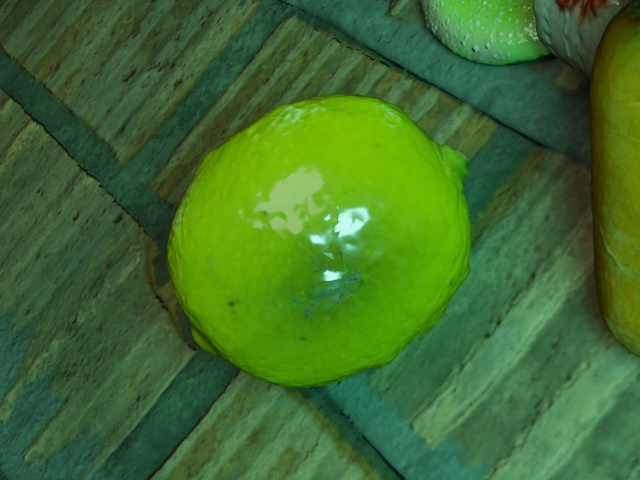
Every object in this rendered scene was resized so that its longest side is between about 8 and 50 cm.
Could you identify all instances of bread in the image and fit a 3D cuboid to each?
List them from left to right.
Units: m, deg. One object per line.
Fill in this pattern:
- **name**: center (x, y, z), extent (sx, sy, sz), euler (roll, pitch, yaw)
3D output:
- **bread**: center (0.234, -0.312, 1.163), extent (0.301, 0.045, 0.301), euler (-20, 52, 28)

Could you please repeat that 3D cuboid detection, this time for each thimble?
- **thimble**: center (0.290, -0.225, 0.972), extent (0.189, 0.163, 0.125), euler (-41, 42, 0)

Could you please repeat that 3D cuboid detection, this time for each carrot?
- **carrot**: center (0.301, -0.093, 0.800), extent (0.214, 0.331, 0.193), euler (-25, 31, -22)

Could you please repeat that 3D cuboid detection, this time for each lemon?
- **lemon**: center (-0.002, 0.001, 0.994), extent (0.284, 0.260, 0.261), euler (-51, 39, 31)
